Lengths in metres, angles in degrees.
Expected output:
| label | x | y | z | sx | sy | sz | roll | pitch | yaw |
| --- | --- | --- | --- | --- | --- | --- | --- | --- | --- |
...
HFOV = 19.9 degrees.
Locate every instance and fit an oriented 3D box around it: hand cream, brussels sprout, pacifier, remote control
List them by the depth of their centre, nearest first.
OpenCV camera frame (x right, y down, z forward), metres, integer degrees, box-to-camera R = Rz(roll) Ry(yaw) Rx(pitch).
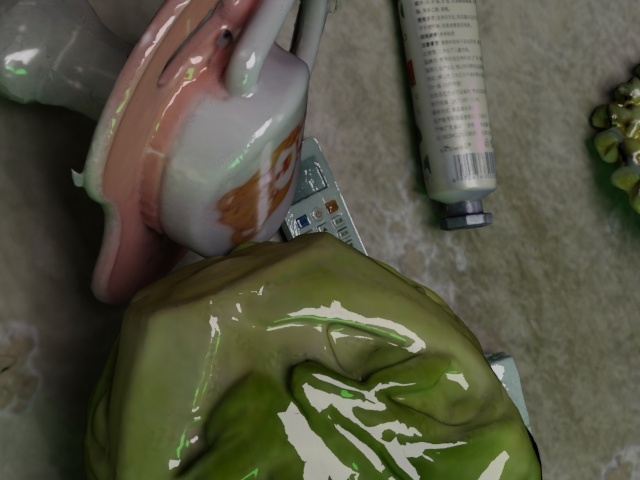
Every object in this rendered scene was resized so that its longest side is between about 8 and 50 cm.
| label | x | y | z | sx | sy | sz | roll | pitch | yaw |
| --- | --- | --- | --- | --- | --- | --- | --- | --- | --- |
| brussels sprout | 0.001 | 0.154 | 1.269 | 0.328 | 0.247 | 0.328 | 1 | 87 | -26 |
| pacifier | -0.112 | -0.093 | 1.302 | 0.273 | 0.332 | 0.220 | -2 | 60 | -5 |
| remote control | 0.000 | 0.000 | 1.494 | 0.061 | 0.029 | 0.162 | -28 | 98 | -32 |
| hand cream | 0.107 | -0.147 | 1.553 | 0.095 | 0.059 | 0.276 | -5 | 86 | -31 |

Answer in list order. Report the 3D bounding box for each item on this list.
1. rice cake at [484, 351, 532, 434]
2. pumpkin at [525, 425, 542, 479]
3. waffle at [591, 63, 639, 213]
| label | x | y | z | sx | sy | sz | roll | pitch | yaw |
| --- | --- | --- | --- | --- | --- | --- | --- | --- | --- |
| rice cake | 0.170 | 0.219 | 1.586 | 0.045 | 0.042 | 0.245 | -12 | 94 | -21 |
| pumpkin | 0.089 | 0.201 | 1.481 | 0.202 | 0.140 | 0.202 | 14 | 67 | -38 |
| waffle | 0.357 | -0.087 | 1.669 | 0.214 | 0.054 | 0.208 | -28 | 77 | -25 |
